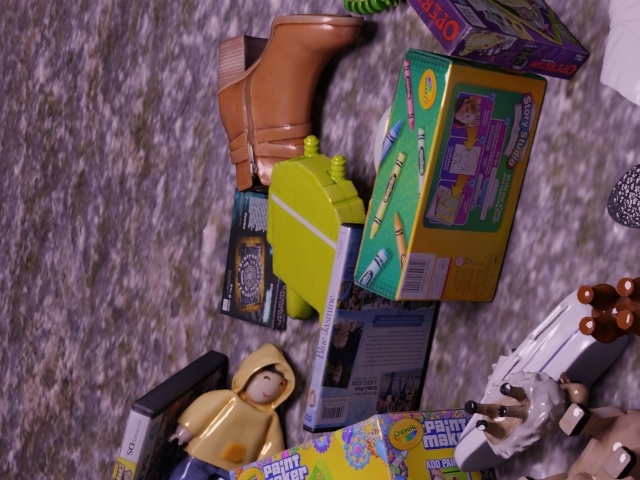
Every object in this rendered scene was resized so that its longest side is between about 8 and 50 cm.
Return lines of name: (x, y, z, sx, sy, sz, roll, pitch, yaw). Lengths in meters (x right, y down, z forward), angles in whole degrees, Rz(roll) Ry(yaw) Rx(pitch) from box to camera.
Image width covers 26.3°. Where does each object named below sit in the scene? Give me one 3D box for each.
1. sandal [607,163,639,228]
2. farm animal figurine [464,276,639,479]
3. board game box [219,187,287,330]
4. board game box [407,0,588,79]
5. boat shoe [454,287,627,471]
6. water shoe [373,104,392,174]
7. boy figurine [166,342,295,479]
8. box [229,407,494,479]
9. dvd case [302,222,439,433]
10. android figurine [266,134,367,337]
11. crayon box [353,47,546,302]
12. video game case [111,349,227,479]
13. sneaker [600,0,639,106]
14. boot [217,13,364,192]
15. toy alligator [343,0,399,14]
sandal: (0.379, -0.073, 1.428, 0.179, 0.040, 0.067, -41, 63, 22)
farm animal figurine: (0.338, 0.214, 1.343, 0.327, 0.172, 0.330, -45, 52, 30)
board game box: (-0.086, 0.025, 1.946, 0.126, 0.026, 0.186, 14, 98, 47)
board game box: (0.142, -0.325, 1.574, 0.056, 0.208, 0.347, -57, 49, 34)
boat shoe: (0.236, 0.159, 1.542, 0.258, 0.095, 0.084, -47, 51, 23)
water shoe: (0.114, -0.070, 1.701, 0.080, 0.073, 0.203, 17, 110, 44)
boy figurine: (-0.115, 0.277, 1.874, 0.285, 0.177, 0.092, -59, 20, -6)
box: (0.063, 0.373, 1.648, 0.290, 0.177, 0.279, -28, 68, 45)
dvd case: (0.071, 0.106, 1.650, 0.022, 0.180, 0.253, 19, 102, 45)
android figurine: (0.000, 0.000, 1.768, 0.248, 0.056, 0.273, 37, 135, 47)
crayon box: (0.150, -0.070, 1.583, 0.081, 0.165, 0.278, 23, 105, 46)
video game case: (-0.223, 0.303, 1.922, 0.035, 0.275, 0.248, 21, 106, 13)
sneaker: (0.399, -0.195, 1.366, 0.292, 0.108, 0.169, 21, 105, 57)
boot: (-0.039, -0.184, 1.847, 0.283, 0.109, 0.220, -10, 84, 42)
toy alligator: (0.081, -0.317, 1.754, 0.189, 0.056, 0.051, 5, 92, 48)
